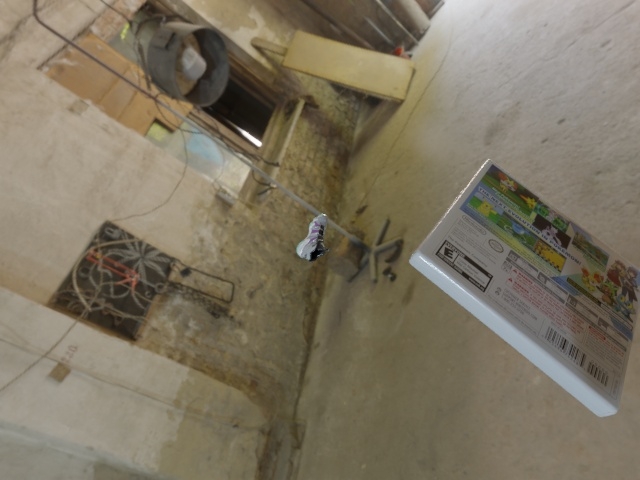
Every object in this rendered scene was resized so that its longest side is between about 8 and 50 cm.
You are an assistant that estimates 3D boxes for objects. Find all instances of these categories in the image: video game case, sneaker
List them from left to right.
[{"bbox_3d":[0.000,0.000,0.856,0.069,0.038,0.098,33,96,47],"label":"sneaker"},{"bbox_3d":[0.337,0.044,0.677,0.300,0.329,0.036,-44,-11,-37],"label":"video game case"}]
